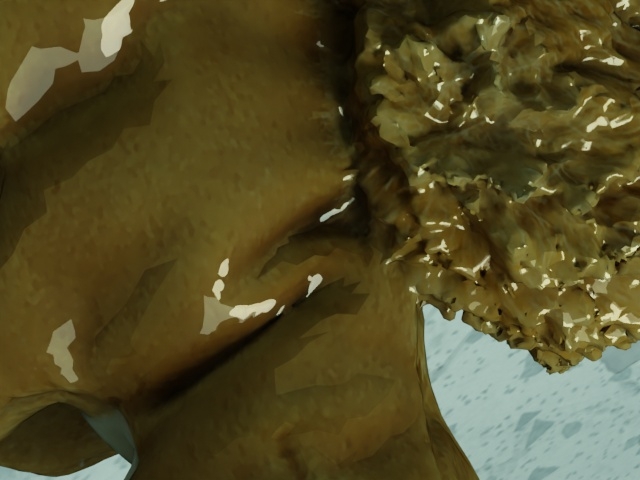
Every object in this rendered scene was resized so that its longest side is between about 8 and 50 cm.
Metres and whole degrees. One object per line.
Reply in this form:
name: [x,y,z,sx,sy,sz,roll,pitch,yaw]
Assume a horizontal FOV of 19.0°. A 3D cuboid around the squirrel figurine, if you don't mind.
squirrel figurine: [0.000,0.000,0.773,0.397,0.370,0.281,-31,154,4]
